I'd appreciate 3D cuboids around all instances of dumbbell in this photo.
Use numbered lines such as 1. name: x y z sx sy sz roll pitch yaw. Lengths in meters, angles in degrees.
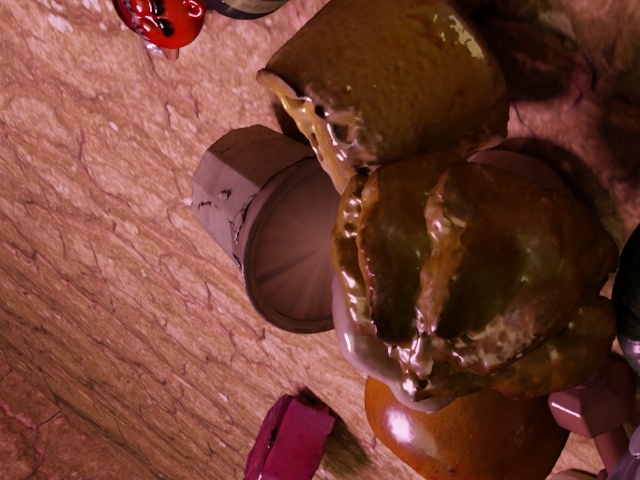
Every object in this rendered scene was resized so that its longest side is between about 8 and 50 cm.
1. dumbbell: 0.311 0.218 1.436 0.082 0.092 0.231 -8 129 27

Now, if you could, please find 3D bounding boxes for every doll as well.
1. doll: -0.194 -0.273 1.487 0.217 0.085 0.183 40 158 38

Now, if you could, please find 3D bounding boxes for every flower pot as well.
1. flower pot: -0.044 -0.031 1.501 0.202 0.212 0.212 34 157 45

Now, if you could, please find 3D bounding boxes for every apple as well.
1. apple: 0.169 0.172 1.491 0.237 0.207 0.237 40 176 3

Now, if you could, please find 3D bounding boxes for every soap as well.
1. soap: -0.060 0.363 2.228 0.099 0.162 0.250 17 158 -6

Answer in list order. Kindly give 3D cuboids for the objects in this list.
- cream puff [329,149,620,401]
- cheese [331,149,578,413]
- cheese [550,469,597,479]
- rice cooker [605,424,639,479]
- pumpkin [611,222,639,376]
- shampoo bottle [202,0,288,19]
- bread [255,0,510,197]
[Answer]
1. cream puff: 0.120 0.026 1.080 0.244 0.244 0.196 113 155 -66
2. cheese: 0.135 0.006 1.316 0.173 0.251 0.248 40 -163 -20
3. cheese: 0.351 0.320 1.599 0.097 0.037 0.192 52 158 -17
4. rice cooker: 0.378 0.260 1.155 0.316 0.264 0.317 16 131 19
5. pumpkin: 0.314 0.056 1.063 0.190 0.146 0.190 37 158 18
6. shampoo bottle: -0.056 -0.261 1.233 0.101 0.101 0.284 50 158 -10
7. bread: 0.058 -0.131 1.163 0.197 0.170 0.197 51 172 10
